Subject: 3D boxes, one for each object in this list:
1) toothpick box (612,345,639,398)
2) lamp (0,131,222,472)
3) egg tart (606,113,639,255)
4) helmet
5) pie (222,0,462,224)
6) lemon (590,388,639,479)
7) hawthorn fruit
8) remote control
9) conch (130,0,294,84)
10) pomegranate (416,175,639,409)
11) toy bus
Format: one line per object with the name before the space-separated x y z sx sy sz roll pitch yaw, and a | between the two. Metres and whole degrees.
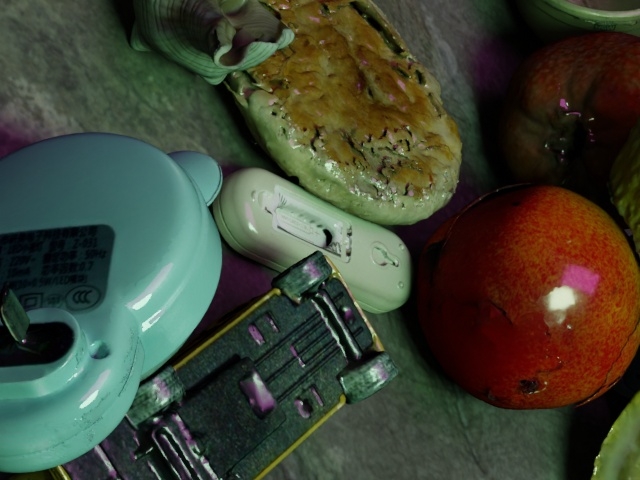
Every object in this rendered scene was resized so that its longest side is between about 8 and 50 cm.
toothpick box | 0.369 0.112 1.725 0.153 0.101 0.101 2 70 -44
lamp | -0.177 0.037 1.143 0.284 0.209 0.147 -72 152 -59
egg tart | 0.330 -0.015 1.491 0.252 0.098 0.232 64 20 3
helmet | 0.287 -0.281 1.811 0.204 0.137 0.257 6 50 -1
pie | 0.022 -0.133 1.518 0.274 0.055 0.274 25 45 -28
lemon | 0.455 0.256 1.567 0.364 0.364 0.364 21 57 -37
hawthorn fruit | 0.301 -0.117 1.694 0.262 0.210 0.210 -23 87 -52
remote control | 0.000 0.000 1.456 0.221 0.042 0.078 25 54 -35
conch | -0.095 -0.181 1.393 0.137 0.114 0.234 14 40 -40
pomegranate | 0.197 0.044 1.506 0.235 0.210 0.210 -41 102 -35
toy bus | -0.082 0.133 1.251 0.335 0.123 0.121 -37 97 -48
